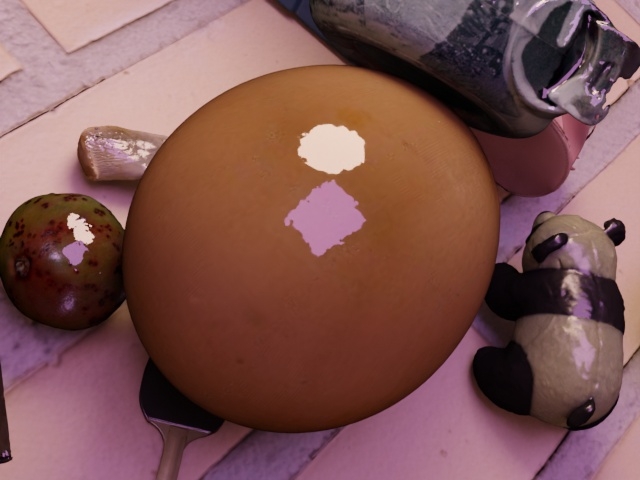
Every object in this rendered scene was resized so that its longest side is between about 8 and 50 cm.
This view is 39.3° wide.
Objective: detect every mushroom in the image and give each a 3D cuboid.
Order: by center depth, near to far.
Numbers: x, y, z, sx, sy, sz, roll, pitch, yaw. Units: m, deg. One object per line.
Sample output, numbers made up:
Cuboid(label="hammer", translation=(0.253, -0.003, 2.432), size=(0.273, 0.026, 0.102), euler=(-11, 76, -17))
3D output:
Cuboid(label="mushroom", translation=(-0.147, -0.074, 0.916), size=(0.202, 0.054, 0.059), euler=(9, 67, -24))

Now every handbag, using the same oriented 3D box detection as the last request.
Cuboid(label="handbag", translation=(0.221, -0.156, 1.034), size=(0.205, 0.179, 0.116), euler=(40, 64, 11))

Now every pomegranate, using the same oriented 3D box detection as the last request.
Cuboid(label="pomegranate", translation=(-0.218, 0.015, 0.794), size=(0.130, 0.130, 0.130), euler=(10, 61, -18))

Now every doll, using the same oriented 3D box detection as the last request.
Cuboid(label="doll", translation=(0.252, 0.084, 0.931), size=(0.143, 0.135, 0.234), euler=(15, 69, -15))

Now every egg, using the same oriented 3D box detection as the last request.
Cuboid(label="egg", translation=(0.000, 0.000, 0.784), size=(0.301, 0.301, 0.374), euler=(49, 37, 7))

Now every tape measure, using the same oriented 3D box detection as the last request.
Cuboid(label="tape measure", translation=(0.130, -0.201, 0.825), size=(0.275, 0.256, 0.147), euler=(30, 92, -1))

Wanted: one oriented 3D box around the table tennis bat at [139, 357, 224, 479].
Cuboid(label="table tennis bat", translation=(-0.127, 0.158, 0.820), size=(0.087, 0.013, 0.156), euler=(19, 58, -13))

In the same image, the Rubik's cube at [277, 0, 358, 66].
Cuboid(label="Rubik's cube", translation=(0.069, -0.481, 1.037), size=(0.344, 0.347, 0.346), euler=(39, 56, 2))

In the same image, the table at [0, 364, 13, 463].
Cuboid(label="table", translation=(-0.362, 0.054, 0.613), size=(0.196, 0.250, 0.282), euler=(4, 63, -41))
